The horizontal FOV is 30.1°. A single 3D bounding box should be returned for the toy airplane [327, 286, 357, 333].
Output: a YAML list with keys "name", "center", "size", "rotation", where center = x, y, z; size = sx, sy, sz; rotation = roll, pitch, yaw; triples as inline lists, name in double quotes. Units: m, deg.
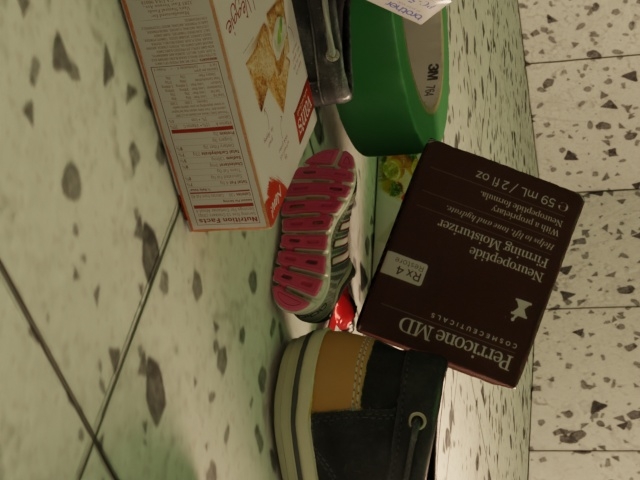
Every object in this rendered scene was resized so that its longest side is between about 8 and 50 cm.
- name: "toy airplane"
  center: [0.017, 0.044, 1.174]
  size: [0.151, 0.028, 0.151]
  rotation: [-3, 90, -76]

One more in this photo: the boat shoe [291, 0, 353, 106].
- name: "boat shoe"
  center: [-0.001, -0.250, 1.016]
  size: [0.108, 0.102, 0.301]
  rotation: [58, 33, -61]

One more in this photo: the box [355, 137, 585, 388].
- name: "box"
  center: [0.148, 0.028, 1.222]
  size: [0.167, 0.168, 0.203]
  rotation: [85, 25, -85]

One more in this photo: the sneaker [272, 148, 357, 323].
- name: "sneaker"
  center: [0.000, 0.000, 1.060]
  size: [0.075, 0.063, 0.170]
  rotation: [62, 34, -57]

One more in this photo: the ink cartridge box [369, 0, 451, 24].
- name: "ink cartridge box"
  center: [0.011, -0.255, 0.931]
  size: [0.207, 0.046, 0.097]
  rotation: [19, 62, -27]

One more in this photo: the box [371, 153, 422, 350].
- name: "box"
  center: [0.101, -0.017, 1.428]
  size: [0.067, 0.063, 0.324]
  rotation: [54, 36, -61]

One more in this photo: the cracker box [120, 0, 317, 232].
- name: "cracker box"
  center: [-0.067, -0.143, 0.822]
  size: [0.156, 0.067, 0.232]
  rotation: [-71, 154, -52]

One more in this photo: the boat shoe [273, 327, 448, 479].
- name: "boat shoe"
  center: [0.075, 0.300, 1.112]
  size: [0.187, 0.156, 0.500]
  rotation: [-71, 155, -58]

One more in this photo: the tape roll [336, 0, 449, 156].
- name: "tape roll"
  center: [0.074, -0.251, 1.276]
  size: [0.321, 0.077, 0.321]
  rotation: [-3, 90, -73]
